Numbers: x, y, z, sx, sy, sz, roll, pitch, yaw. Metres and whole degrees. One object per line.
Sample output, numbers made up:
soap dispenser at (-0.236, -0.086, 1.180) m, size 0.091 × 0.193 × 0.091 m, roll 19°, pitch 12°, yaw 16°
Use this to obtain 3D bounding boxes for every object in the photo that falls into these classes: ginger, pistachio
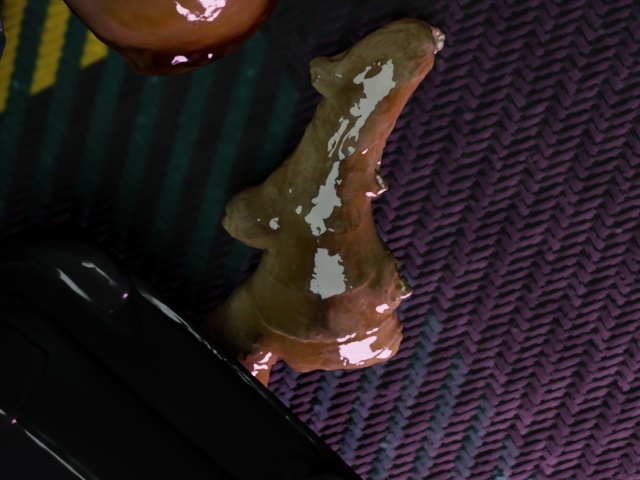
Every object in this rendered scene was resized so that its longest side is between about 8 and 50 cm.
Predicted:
ginger at (0.000, 0.000, 1.216) m, size 0.148 × 0.081 × 0.333 m, roll 22°, pitch 118°, yaw 9°
pistachio at (-0.096, -0.185, 1.090) m, size 0.165 × 0.130 × 0.210 m, roll 4°, pitch 134°, yaw 5°

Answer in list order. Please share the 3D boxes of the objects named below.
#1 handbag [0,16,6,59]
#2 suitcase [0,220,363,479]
handbag at (-0.306, -0.101, 1.037) m, size 0.222 × 0.241 × 0.263 m, roll 12°, pitch 159°, yaw -8°
suitcase at (-0.176, 0.182, 1.235) m, size 0.345 × 0.188 × 0.339 m, roll 42°, pitch 135°, yaw -18°
